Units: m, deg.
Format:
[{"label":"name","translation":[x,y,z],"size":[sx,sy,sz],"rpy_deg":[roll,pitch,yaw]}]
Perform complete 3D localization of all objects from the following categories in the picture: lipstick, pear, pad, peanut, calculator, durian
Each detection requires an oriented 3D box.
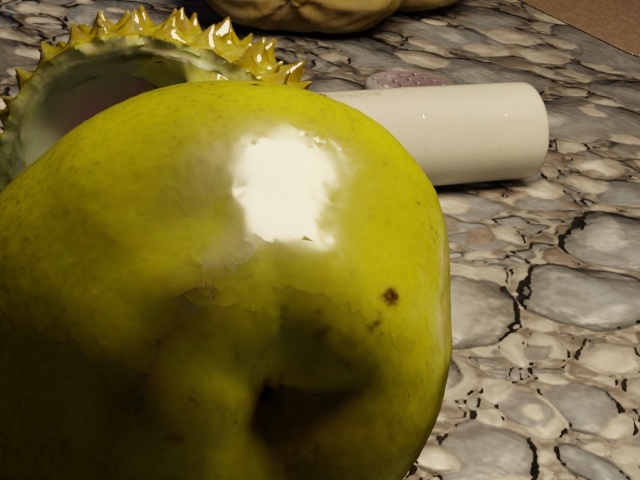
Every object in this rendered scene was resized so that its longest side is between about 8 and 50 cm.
[{"label":"lipstick","translation":[0.032,-0.083,1.488],"size":[0.326,0.087,0.087],"rpy_deg":[-6,29,-25]},{"label":"pear","translation":[-0.063,0.043,0.997],"size":[0.294,0.294,0.294],"rpy_deg":[6,26,-3]},{"label":"pad","translation":[0.343,-0.262,2.046],"size":[0.176,0.002,0.266],"rpy_deg":[-12,32,-35]},{"label":"peanut","translation":[0.034,-0.310,1.868],"size":[0.387,0.170,0.192],"rpy_deg":[-15,40,-40]},{"label":"calculator","translation":[0.108,-0.128,1.679],"size":[0.103,0.024,0.166],"rpy_deg":[-9,28,-32]},{"label":"durian","translation":[-0.100,-0.078,1.292],"size":[0.306,0.167,0.172],"rpy_deg":[10,-16,10]}]
